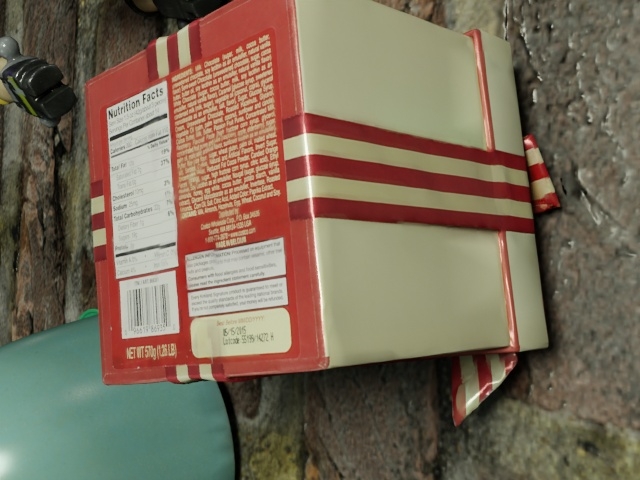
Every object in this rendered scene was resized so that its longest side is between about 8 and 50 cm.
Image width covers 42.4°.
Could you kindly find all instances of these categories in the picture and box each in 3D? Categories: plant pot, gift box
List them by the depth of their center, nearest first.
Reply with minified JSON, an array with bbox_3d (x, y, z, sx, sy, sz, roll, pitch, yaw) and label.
[{"bbox_3d":[0.000,0.000,0.592,0.255,0.258,0.276,-6,86,44],"label":"gift box"},{"bbox_3d":[-0.270,0.228,0.841,0.293,0.235,0.293,8,101,43],"label":"plant pot"}]

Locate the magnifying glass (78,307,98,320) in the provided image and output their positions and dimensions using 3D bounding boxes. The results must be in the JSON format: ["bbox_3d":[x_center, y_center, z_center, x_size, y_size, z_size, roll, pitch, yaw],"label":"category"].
[{"bbox_3d":[-0.225,0.139,0.970,0.231,0.026,0.092,12,97,45],"label":"magnifying glass"}]

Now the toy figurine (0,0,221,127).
[{"bbox_3d":[-0.229,-0.212,0.857,0.148,0.210,0.213,24,104,48],"label":"toy figurine"}]
